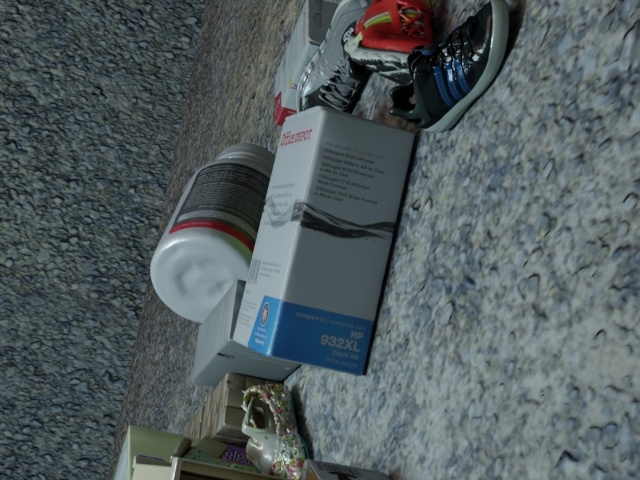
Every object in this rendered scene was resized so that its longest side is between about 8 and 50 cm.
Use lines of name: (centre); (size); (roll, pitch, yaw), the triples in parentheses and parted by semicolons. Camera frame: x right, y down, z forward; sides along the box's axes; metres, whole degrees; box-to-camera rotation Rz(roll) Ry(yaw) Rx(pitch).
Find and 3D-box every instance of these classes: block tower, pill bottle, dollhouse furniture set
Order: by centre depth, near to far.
dollhouse furniture set: (-0.099, 0.322, 1.747); (0.161, 0.182, 0.101); (-44, -25, -67)
block tower: (-0.148, 0.306, 2.043); (0.335, 0.097, 0.091); (130, 150, -57)
pill bottle: (-0.151, -0.024, 2.126); (0.318, 0.176, 0.176); (-72, 5, -53)

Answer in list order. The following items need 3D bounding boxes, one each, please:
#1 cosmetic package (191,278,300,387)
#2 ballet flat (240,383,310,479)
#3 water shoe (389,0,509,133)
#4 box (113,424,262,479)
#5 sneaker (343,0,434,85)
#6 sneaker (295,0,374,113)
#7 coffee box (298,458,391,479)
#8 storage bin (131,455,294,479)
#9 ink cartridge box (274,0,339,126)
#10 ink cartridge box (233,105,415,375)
cosmetic package: (-0.102, 0.148, 1.939); (0.238, 0.127, 0.107); (126, 153, -61)
ballet flat: (-0.068, 0.274, 1.790); (0.241, 0.077, 0.091); (-113, 38, -66)
water shoe: (0.135, -0.185, 1.410); (0.203, 0.080, 0.073); (121, 157, -51)
box: (-0.179, 0.387, 1.830); (0.243, 0.213, 0.117); (-109, 35, -64)
sneaker: (0.097, -0.257, 1.595); (0.118, 0.107, 0.279); (-65, 19, 10)
sneaker: (0.030, -0.234, 1.864); (0.132, 0.086, 0.229); (-109, 36, -61)
coffee box: (0.035, 0.325, 1.292); (0.246, 0.098, 0.141); (-141, 65, -75)
storage bin: (-0.097, 0.390, 1.444); (0.123, 0.260, 0.262); (-10, 66, 56)
ink cartridge box: (-0.014, -0.280, 2.093); (0.127, 0.072, 0.175); (-90, 19, -44)
ink cartridge box: (0.000, 0.000, 1.666); (0.223, 0.129, 0.307); (-176, 99, -76)
